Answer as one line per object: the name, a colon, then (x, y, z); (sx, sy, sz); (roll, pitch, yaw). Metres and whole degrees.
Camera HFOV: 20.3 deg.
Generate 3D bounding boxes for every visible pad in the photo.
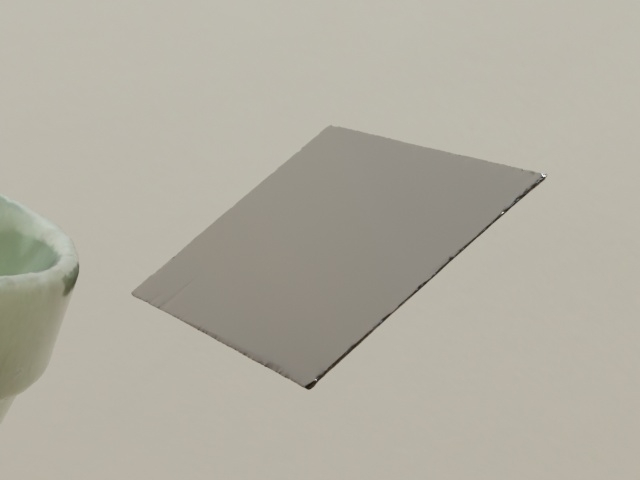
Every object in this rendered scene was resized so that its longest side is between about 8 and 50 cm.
pad: (0.000, 0.000, 1.182); (0.202, 0.005, 0.300); (-41, -156, -15)

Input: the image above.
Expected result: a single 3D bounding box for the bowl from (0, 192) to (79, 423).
bowl: (-0.262, 0.033, 0.707); (0.307, 0.307, 0.163); (21, -78, 21)
